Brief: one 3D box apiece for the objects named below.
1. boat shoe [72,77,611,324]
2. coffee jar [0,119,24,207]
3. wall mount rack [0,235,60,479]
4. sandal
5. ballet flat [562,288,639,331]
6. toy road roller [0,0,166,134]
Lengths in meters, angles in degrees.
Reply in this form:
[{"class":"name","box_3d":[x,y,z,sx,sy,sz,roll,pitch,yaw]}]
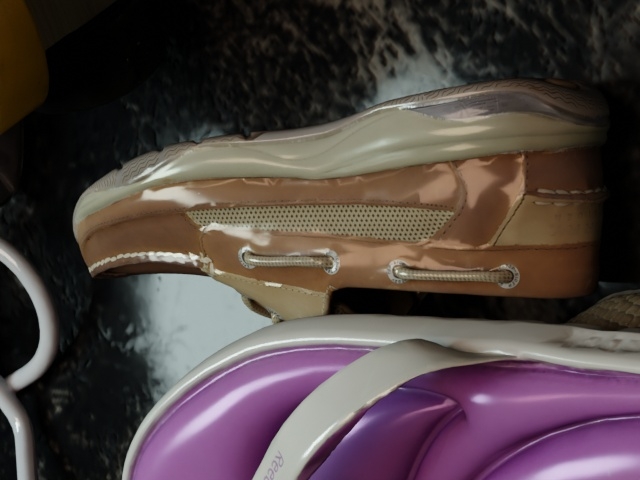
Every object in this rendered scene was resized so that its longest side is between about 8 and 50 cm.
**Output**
[{"class":"boat shoe","box_3d":[0.000,0.000,0.972,0.324,0.123,0.116,-9,89,42]},{"class":"coffee jar","box_3d":[-0.272,-0.067,1.225,0.184,0.079,0.096,3,95,41]},{"class":"wall mount rack","box_3d":[-0.284,0.149,1.223,0.350,0.130,0.304,-31,95,39]},{"class":"sandal","box_3d":[0.041,0.115,0.870,0.416,0.102,0.169,-14,99,40]},{"class":"ballet flat","box_3d":[0.104,0.075,0.907,0.250,0.058,0.084,-11,120,43]},{"class":"toy road roller","box_3d":[-0.266,-0.161,1.069,0.329,0.240,0.202,27,146,40]}]
